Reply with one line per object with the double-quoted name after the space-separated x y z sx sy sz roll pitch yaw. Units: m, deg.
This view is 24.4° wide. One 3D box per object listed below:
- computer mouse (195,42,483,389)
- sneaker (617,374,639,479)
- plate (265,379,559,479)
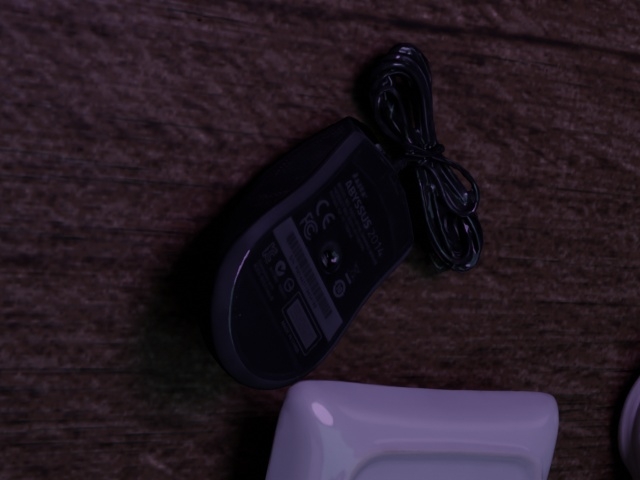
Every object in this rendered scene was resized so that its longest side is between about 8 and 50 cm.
0.000 0.000 1.036 0.272 0.072 0.189 -42 123 -36 "computer mouse"
0.336 0.235 1.304 0.114 0.152 0.305 -4 104 -35 "sneaker"
0.066 0.247 1.101 0.278 0.045 0.277 8 98 -38 "plate"
